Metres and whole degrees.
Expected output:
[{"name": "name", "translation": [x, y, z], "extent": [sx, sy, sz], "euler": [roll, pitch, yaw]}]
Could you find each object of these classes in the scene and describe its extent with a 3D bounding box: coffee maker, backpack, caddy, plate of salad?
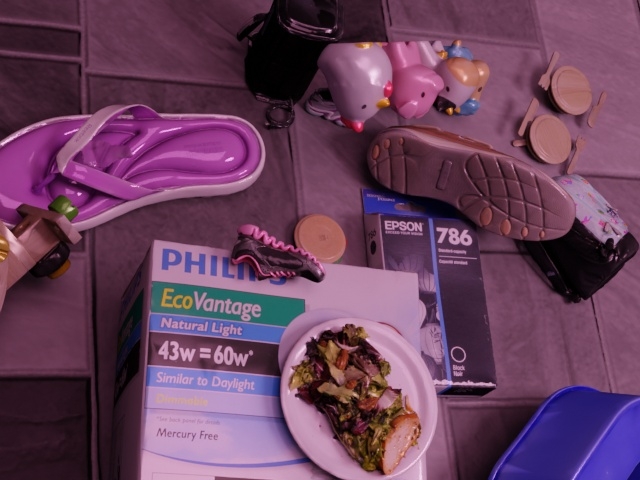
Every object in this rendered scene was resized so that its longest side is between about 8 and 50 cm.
[{"name": "coffee maker", "translation": [-0.035, -0.286, 1.650], "extent": [0.120, 0.178, 0.171], "euler": [-14, 73, -25]}, {"name": "backpack", "translation": [0.397, -0.014, 1.730], "extent": [0.115, 0.152, 0.182], "euler": [-27, 69, -38]}, {"name": "caddy", "translation": [0.358, 0.354, 1.520], "extent": [0.341, 0.179, 0.241], "euler": [-44, 109, -32]}, {"name": "plate of salad", "translation": [0.050, 0.181, 1.288], "extent": [0.200, 0.048, 0.199], "euler": [8, 65, -18]}]

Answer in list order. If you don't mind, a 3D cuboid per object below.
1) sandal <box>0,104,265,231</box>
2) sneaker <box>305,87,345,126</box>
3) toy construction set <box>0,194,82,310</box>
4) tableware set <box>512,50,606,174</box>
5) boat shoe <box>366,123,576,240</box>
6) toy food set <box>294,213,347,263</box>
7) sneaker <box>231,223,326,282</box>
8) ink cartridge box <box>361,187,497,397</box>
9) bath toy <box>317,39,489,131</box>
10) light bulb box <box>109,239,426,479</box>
[{"name": "sandal", "translation": [-0.269, -0.122, 1.527], "extent": [0.416, 0.102, 0.169], "euler": [-14, 72, -25]}, {"name": "sneaker", "translation": [0.031, -0.210, 1.705], "extent": [0.098, 0.069, 0.038], "euler": [12, 64, -16]}, {"name": "toy construction set", "translation": [-0.405, -0.021, 1.307], "extent": [0.237, 0.309, 0.257], "euler": [-38, 93, -23]}, {"name": "tableware set", "translation": [0.397, -0.209, 1.868], "extent": [0.128, 0.039, 0.194], "euler": [36, 64, -17]}, {"name": "boat shoe", "translation": [0.235, -0.102, 1.677], "extent": [0.325, 0.123, 0.116], "euler": [24, 26, 7]}, {"name": "toy food set", "translation": [0.000, 0.000, 1.626], "extent": [0.083, 0.020, 0.083], "euler": [-21, 75, -28]}, {"name": "sneaker", "translation": [-0.053, 0.029, 1.322], "extent": [0.119, 0.047, 0.057], "euler": [25, 66, 0]}, {"name": "ink cartridge box", "translation": [0.157, 0.065, 1.635], "extent": [0.166, 0.065, 0.332], "euler": [3, 65, -20]}, {"name": "bath toy", "translation": [0.129, -0.234, 1.653], "extent": [0.348, 0.151, 0.128], "euler": [-15, 106, -54]}, {"name": "light bulb box", "translation": [-0.070, 0.218, 1.381], "extent": [0.358, 0.225, 0.360], "euler": [7, 66, -19]}]
